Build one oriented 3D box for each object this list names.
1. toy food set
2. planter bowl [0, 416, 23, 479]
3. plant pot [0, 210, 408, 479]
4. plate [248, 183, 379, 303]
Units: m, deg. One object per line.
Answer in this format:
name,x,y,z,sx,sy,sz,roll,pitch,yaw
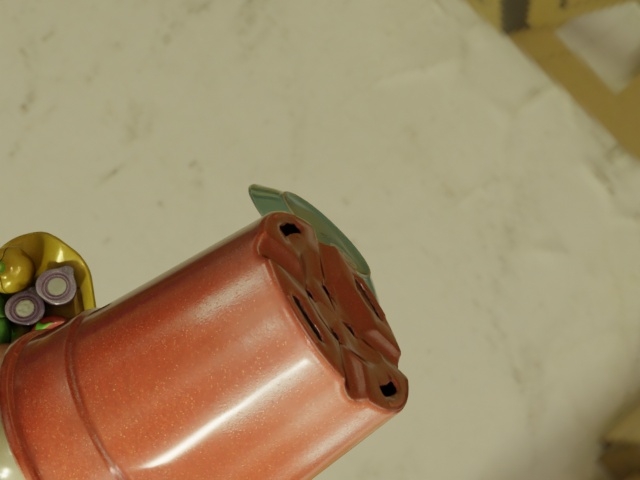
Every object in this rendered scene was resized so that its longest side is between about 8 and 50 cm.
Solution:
toy food set,-0.289,0.096,1.548,0.071,0.128,0.218,19,-122,-71
planter bowl,-0.432,0.272,2.118,0.109,0.162,0.162,6,180,-13
plant pot,-0.086,0.126,1.345,0.272,0.265,0.272,48,-161,-23
plate,0.000,0.000,1.635,0.188,0.024,0.188,42,-169,-10
